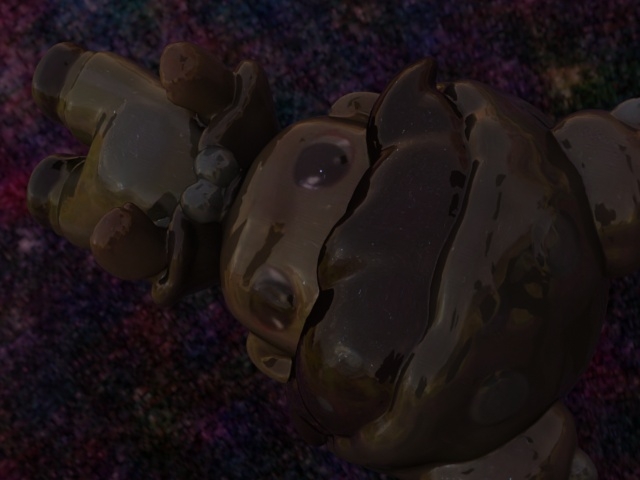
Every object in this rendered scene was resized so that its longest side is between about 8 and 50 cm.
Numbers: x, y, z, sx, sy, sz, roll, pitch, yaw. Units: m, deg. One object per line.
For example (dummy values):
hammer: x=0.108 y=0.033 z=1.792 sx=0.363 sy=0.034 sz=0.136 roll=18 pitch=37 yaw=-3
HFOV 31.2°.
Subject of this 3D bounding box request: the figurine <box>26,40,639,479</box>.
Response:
figurine: x=-0.001 y=0.000 z=0.650 sx=0.381 sy=0.203 sz=0.248 roll=21 pitch=89 yaw=20
